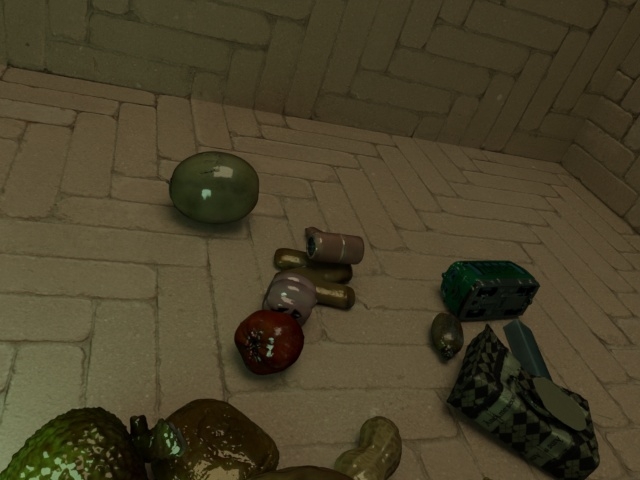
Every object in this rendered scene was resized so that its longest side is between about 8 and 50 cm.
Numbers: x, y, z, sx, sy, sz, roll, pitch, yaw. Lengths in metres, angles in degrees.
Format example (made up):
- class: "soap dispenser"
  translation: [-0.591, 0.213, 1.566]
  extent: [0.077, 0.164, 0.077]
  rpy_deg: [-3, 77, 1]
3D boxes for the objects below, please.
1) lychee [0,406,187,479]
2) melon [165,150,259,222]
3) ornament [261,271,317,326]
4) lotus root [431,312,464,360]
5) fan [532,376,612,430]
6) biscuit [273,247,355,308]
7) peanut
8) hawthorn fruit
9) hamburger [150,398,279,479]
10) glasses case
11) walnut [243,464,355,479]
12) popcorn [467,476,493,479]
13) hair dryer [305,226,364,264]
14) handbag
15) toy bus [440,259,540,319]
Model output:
- class: "lychee"
  translation: [-0.436, 0.443, 0.981]
  extent: [0.270, 0.270, 0.320]
  rpy_deg: [28, 62, 12]
- class: "melon"
  translation: [-0.386, -0.192, 1.904]
  extent: [0.331, 0.268, 0.268]
  rpy_deg: [4, 37, -10]
- class: "ornament"
  translation: [-0.088, 0.187, 1.613]
  extent: [0.178, 0.177, 0.177]
  rpy_deg: [14, 35, -10]
- class: "lotus root"
  translation: [0.425, 0.321, 1.762]
  extent: [0.113, 0.088, 0.192]
  rpy_deg: [26, 34, -4]
- class: "fan"
  translation: [0.742, 0.488, 1.529]
  extent: [0.310, 0.010, 0.182]
  rpy_deg: [22, 30, -21]
- class: "biscuit"
  translation: [-0.021, 0.124, 1.832]
  extent: [0.291, 0.062, 0.236]
  rpy_deg: [13, 34, -9]
- class: "peanut"
  translation: [0.115, 0.537, 1.276]
  extent: [0.136, 0.120, 0.298]
  rpy_deg: [34, 34, 11]
- class: "hawthorn fruit"
  translation: [-0.129, 0.275, 1.472]
  extent: [0.185, 0.185, 0.202]
  rpy_deg: [39, 24, 25]
- class: "hamburger"
  translation: [-0.239, 0.471, 1.173]
  extent: [0.285, 0.134, 0.265]
  rpy_deg: [34, 38, 16]
- class: "glasses case"
  translation: [0.731, 0.391, 1.847]
  extent: [0.105, 0.056, 0.266]
  rpy_deg: [14, 35, -8]
- class: "walnut"
  translation: [-0.043, 0.597, 0.937]
  extent: [0.384, 0.383, 0.383]
  rpy_deg: [14, 35, -10]
- class: "popcorn"
  translation: [0.382, 0.650, 1.150]
  extent: [0.293, 0.237, 0.292]
  rpy_deg: [11, 39, -9]
- class: "hair dryer"
  translation: [0.000, 0.000, 1.940]
  extent: [0.190, 0.106, 0.344]
  rpy_deg: [5, 11, -26]
- class: "handbag"
  translation: [0.610, 0.474, 1.577]
  extent: [0.416, 0.180, 0.317]
  rpy_deg: [35, 34, 9]
- class: "toy bus"
  translation: [0.619, 0.176, 1.976]
  extent: [0.344, 0.183, 0.199]
  rpy_deg: [1, 35, -27]
